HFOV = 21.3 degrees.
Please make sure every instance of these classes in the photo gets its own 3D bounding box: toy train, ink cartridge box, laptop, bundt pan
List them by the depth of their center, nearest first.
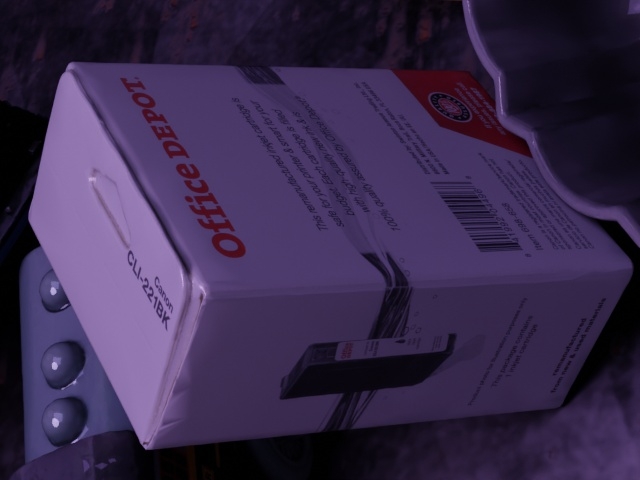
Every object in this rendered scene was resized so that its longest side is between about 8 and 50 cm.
[{"bbox_3d":[0.224,-0.161,0.893,0.330,0.124,0.331,14,108,50],"label":"bundt pan"},{"bbox_3d":[0.000,0.000,0.941,0.197,0.272,0.114,56,136,41],"label":"ink cartridge box"},{"bbox_3d":[-0.099,0.110,1.011,0.142,0.190,0.334,-23,54,23],"label":"toy train"},{"bbox_3d":[-0.231,0.034,1.139,0.234,0.136,0.264,-59,32,-6],"label":"laptop"}]
